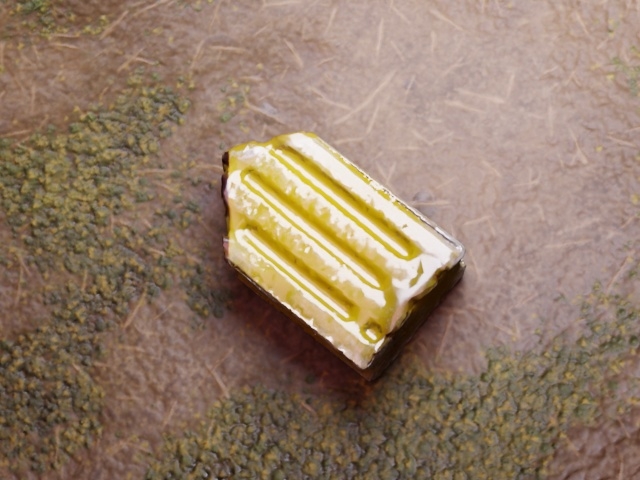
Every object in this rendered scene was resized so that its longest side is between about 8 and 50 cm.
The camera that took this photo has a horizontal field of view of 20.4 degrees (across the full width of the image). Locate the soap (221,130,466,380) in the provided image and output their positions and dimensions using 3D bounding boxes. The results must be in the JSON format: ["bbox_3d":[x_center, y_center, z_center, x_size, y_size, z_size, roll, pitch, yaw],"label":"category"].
[{"bbox_3d":[0.000,0.000,1.777,0.257,0.080,0.160,38,81,17],"label":"soap"}]
